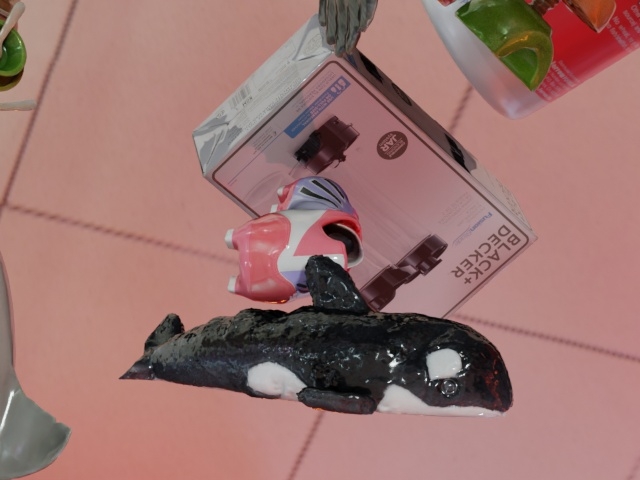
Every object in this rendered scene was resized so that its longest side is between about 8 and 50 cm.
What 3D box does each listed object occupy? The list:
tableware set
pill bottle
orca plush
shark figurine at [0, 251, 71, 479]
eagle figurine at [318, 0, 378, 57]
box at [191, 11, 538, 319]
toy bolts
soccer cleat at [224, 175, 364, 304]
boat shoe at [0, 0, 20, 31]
[{"bbox_3d":[-0.222,-0.141,0.929,0.024,0.154,0.104,-26,172,42],"label":"tableware set"},{"bbox_3d":[0.325,-0.329,1.776,0.407,0.229,0.229,-32,123,18],"label":"pill bottle"},{"bbox_3d":[-0.002,0.060,1.137,0.151,0.287,0.102,2,92,-52],"label":"orca plush"},{"bbox_3d":[-0.174,0.061,0.807,0.166,0.116,0.278,-1,103,-54],"label":"shark figurine"},{"bbox_3d":[-0.013,-0.285,0.978,0.225,0.226,0.298,37,69,-22],"label":"eagle figurine"},{"bbox_3d":[0.044,-0.050,1.471,0.169,0.087,0.290,-42,120,13],"label":"box"},{"bbox_3d":[0.144,-0.273,1.352,0.158,0.218,0.228,-45,146,8],"label":"toy bolts"},{"bbox_3d":[0.000,0.000,1.248,0.095,0.248,0.083,1,100,14],"label":"soccer cleat"},{"bbox_3d":[-0.408,-0.243,1.527,0.324,0.122,0.120,-6,84,-49],"label":"boat shoe"}]
